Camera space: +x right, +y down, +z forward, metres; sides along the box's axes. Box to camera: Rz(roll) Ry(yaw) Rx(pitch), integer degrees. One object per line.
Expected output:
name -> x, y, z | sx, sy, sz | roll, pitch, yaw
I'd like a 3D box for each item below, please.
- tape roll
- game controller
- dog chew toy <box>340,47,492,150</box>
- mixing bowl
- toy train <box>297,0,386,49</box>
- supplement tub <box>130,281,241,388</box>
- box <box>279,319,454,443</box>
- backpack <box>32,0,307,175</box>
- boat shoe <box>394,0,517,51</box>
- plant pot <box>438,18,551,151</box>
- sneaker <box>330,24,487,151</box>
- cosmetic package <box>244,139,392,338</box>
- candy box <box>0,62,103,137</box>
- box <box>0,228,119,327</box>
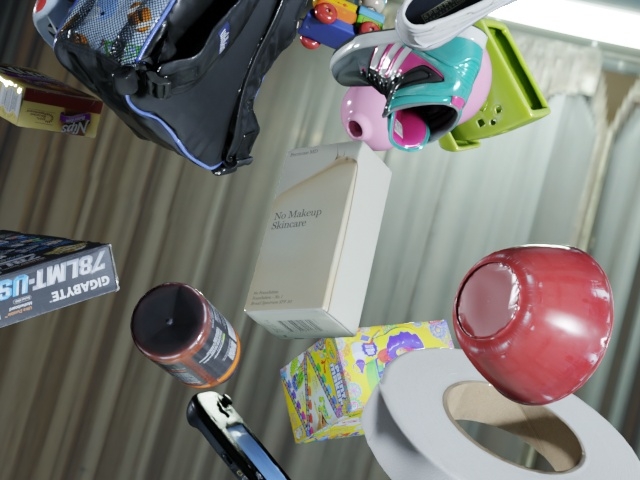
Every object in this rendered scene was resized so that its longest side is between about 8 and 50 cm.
tape roll -> 0.250, 0.280, 1.483 | 0.392, 0.072, 0.392 | 18, 23, -8
game controller -> -0.088, 0.361, 1.661 | 0.319, 0.067, 0.166 | 49, -5, 10
dog chew toy -> 0.161, -0.265, 1.933 | 0.207, 0.206, 0.332 | 11, 37, 39
mixing bowl -> 0.207, 0.077, 1.153 | 0.098, 0.181, 0.181 | 22, -8, -37
toy train -> 0.003, -0.436, 2.009 | 0.248, 0.143, 0.105 | 21, -30, -11
supplement tub -> -0.167, 0.133, 1.415 | 0.106, 0.106, 0.198 | 14, -18, 18
box -> 0.110, 0.310, 2.368 | 0.290, 0.177, 0.279 | -2, -22, -30
backpack -> -0.132, -0.235, 1.085 | 0.213, 0.263, 0.276 | 32, -6, 18
boat shoe -> 0.201, -0.325, 1.278 | 0.096, 0.268, 0.088 | 59, 3, 5
plant pot -> 0.323, -0.309, 2.249 | 0.207, 0.227, 0.228 | -29, -4, 24
sneaker -> 0.119, -0.225, 1.681 | 0.124, 0.178, 0.296 | 25, -19, -40
cosmetic package -> 0.000, 0.000, 1.771 | 0.160, 0.309, 0.113 | -6, -31, 33
candy box -> -0.367, -0.181, 1.353 | 0.109, 0.053, 0.187 | 6, 14, -44
box -> -0.459, 0.060, 1.381 | 0.296, 0.073, 0.293 | -20, 18, -41
